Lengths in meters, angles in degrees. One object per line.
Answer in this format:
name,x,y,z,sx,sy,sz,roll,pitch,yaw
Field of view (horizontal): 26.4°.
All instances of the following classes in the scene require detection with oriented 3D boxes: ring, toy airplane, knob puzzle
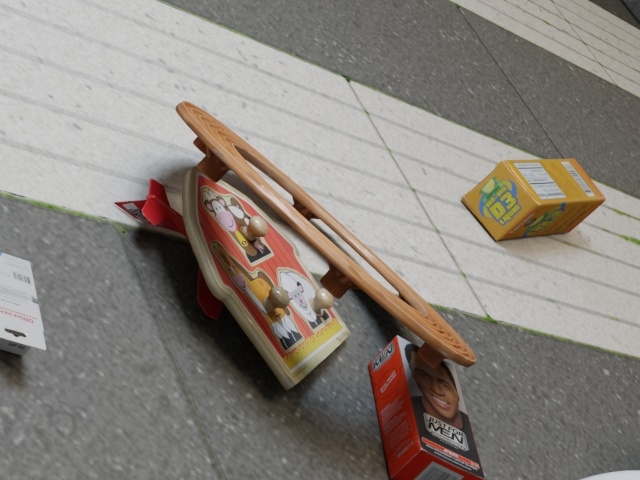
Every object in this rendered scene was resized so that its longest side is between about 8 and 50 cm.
ring,0.000,0.000,1.173,0.336,0.032,0.336,42,4,-4
toy airplane,-0.102,0.000,1.142,0.151,0.028,0.151,34,25,-18
knob puzzle,-0.047,0.016,1.135,0.213,0.030,0.213,46,21,-23

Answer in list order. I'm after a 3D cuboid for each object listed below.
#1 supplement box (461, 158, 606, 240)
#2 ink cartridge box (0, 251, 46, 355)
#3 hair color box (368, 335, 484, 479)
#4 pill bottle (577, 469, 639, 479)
supplement box,0.271,-0.053,1.712,0.233,0.078,0.080,-4,54,-56
ink cartridge box,-0.214,0.045,0.908,0.048,0.028,0.083,22,32,-37
hair color box,0.088,0.152,1.163,0.072,0.043,0.141,29,28,-26
pill bottle,0.241,0.330,0.944,0.181,0.181,0.323,27,29,-30
